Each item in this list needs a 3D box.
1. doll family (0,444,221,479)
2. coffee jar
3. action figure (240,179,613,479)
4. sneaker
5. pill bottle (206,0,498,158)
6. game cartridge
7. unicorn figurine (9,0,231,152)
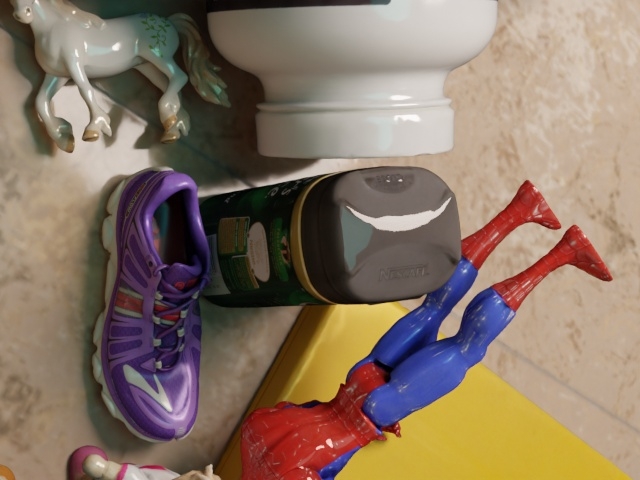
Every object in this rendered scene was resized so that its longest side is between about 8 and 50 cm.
[{"bbox_3d":[-0.164,0.142,0.754,0.263,0.163,0.118,30,73,-26],"label":"doll family"},{"bbox_3d":[0.000,0.000,0.848,0.096,0.184,0.079,-7,91,-32],"label":"coffee jar"},{"bbox_3d":[0.061,0.106,0.865,0.280,0.091,0.139,-38,130,2],"label":"action figure"},{"bbox_3d":[-0.098,0.039,0.854,0.068,0.071,0.169,-3,90,-31],"label":"sneaker"},{"bbox_3d":[0.017,-0.215,0.861,0.182,0.181,0.322,-6,99,-31],"label":"pill bottle"},{"bbox_3d":[0.064,0.222,0.959,0.324,0.053,0.285,37,69,-21],"label":"game cartridge"},{"bbox_3d":[-0.137,-0.113,0.853,0.162,0.060,0.111,-5,80,-45],"label":"unicorn figurine"}]
